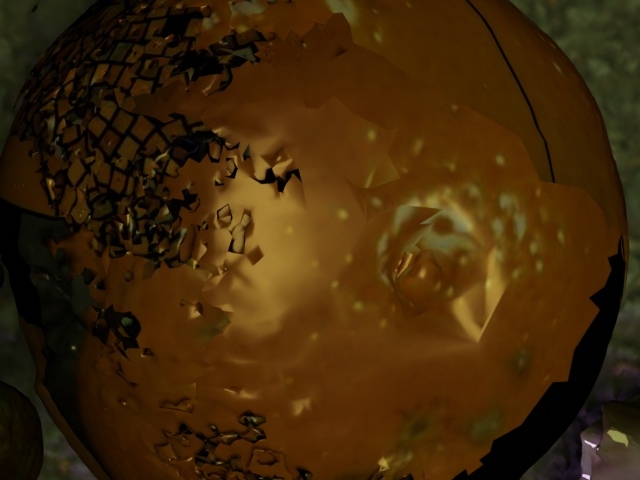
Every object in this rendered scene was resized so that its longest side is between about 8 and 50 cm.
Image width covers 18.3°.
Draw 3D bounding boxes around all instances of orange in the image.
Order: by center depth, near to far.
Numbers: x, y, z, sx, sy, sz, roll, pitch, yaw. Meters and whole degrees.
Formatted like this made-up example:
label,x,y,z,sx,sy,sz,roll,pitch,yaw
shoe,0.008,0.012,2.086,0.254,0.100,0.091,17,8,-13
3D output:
label,x,y,z,sx,sy,sz,roll,pitch,yaw
orange,0.000,0.000,0.713,0.234,0.182,0.234,0,90,-20

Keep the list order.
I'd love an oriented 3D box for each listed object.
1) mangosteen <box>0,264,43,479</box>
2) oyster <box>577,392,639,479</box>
label,x,y,z,sx,sy,sz,roll,pitch,yaw
mangosteen,-0.199,0.090,0.670,0.265,0.228,0.228,-46,109,-30
oyster,0.232,0.106,0.767,0.351,0.115,0.238,-41,78,-8
